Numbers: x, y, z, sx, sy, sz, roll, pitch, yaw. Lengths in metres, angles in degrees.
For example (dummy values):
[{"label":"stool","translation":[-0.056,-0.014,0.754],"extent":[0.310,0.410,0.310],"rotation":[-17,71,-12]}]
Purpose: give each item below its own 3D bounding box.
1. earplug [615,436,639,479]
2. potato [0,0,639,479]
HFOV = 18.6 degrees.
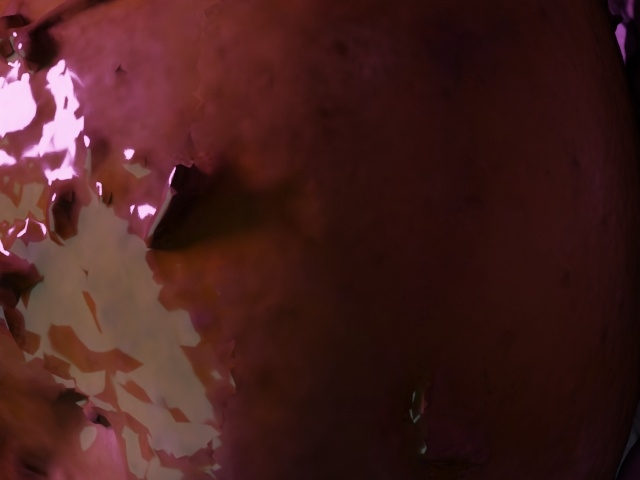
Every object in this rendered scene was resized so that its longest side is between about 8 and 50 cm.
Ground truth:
[{"label":"earplug","translation":[0.203,0.222,0.927],"extent":[0.172,0.172,0.301],"rotation":[-160,55,-73]},{"label":"potato","translation":[-0.034,0.055,0.911],"extent":[0.442,0.385,0.319],"rotation":[95,173,-51]}]
